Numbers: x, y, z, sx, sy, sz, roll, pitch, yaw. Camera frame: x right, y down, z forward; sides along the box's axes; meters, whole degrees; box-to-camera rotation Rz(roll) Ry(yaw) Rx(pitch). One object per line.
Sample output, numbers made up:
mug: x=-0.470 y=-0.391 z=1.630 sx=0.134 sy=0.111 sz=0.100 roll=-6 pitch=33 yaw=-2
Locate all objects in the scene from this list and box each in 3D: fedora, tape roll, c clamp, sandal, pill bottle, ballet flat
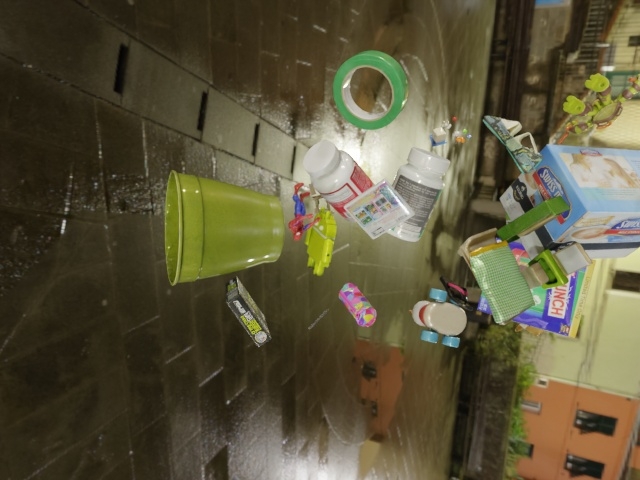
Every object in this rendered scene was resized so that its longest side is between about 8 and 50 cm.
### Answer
fedora: x=0.857 y=0.316 z=1.800 sx=0.194 sy=0.079 sz=0.194 roll=-27 pitch=149 yaw=-18
tape roll: x=0.214 y=-0.643 z=1.977 sx=0.077 sy=0.321 sz=0.321 roll=-51 pitch=142 yaw=-46
c clamp: x=-0.012 y=0.422 z=2.459 sx=0.160 sy=0.022 sz=0.137 roll=-45 pitch=171 yaw=5
sandal: x=0.402 y=0.145 z=1.355 sx=0.040 sy=0.067 sz=0.179 roll=-58 pitch=-160 yaw=19
pill bottle: x=0.099 y=-0.279 z=2.175 sx=0.407 sy=0.229 sz=0.229 roll=42 pitch=57 yaw=-44
ballet flat: x=0.453 y=-0.238 z=1.069 sx=0.188 sy=0.070 sz=0.070 roll=66 pitch=9 yaw=28
pill bottle: x=0.397 y=-0.196 z=1.945 sx=0.204 sy=0.204 sz=0.361 roll=-25 pitch=139 yaw=-63

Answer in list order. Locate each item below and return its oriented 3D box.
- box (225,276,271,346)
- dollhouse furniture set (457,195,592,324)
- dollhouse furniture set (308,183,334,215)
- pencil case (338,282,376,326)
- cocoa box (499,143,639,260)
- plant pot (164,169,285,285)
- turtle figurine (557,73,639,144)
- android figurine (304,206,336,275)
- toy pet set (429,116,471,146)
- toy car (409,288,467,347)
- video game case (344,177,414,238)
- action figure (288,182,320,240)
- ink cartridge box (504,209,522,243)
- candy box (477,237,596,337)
box: x=-0.288 y=0.271 z=1.795 sx=0.216 sy=0.060 sz=0.270 roll=57 pitch=-5 yaw=-14
dollhouse furniture set: x=0.478 y=0.037 z=1.036 sx=0.301 sy=0.151 sz=0.198 roll=-15 pitch=72 yaw=-42
dollhouse furniture set: x=0.010 y=-0.203 z=2.393 sx=0.161 sy=0.101 sz=0.182 roll=-102 pitch=179 yaw=-71
pencil case: x=0.160 y=0.281 z=2.022 sx=0.236 sy=0.104 sz=0.105 roll=-131 pitch=-147 yaw=-60
cocoa box: x=0.733 y=-0.100 z=1.255 sx=0.228 sy=0.346 sz=0.232 roll=114 pitch=-30 yaw=-53
plant pot: x=-0.318 y=-0.038 z=1.536 sx=0.352 sy=0.366 sz=0.367 roll=0 pitch=99 yaw=-25
turtle figurine: x=0.730 y=-0.341 z=1.212 sx=0.217 sy=0.269 sz=0.087 roll=5 pitch=60 yaw=-41
android figurine: x=0.000 y=0.000 z=1.894 sx=0.248 sy=0.056 sz=0.273 roll=-132 pitch=-130 yaw=-62
toy pet set: x=0.469 y=-0.378 z=1.682 sx=0.065 sy=0.114 sz=0.122 roll=80 pitch=-8 yaw=-52
toy car: x=0.498 y=0.331 z=2.028 sx=0.238 sy=0.210 sz=0.219 roll=176 pitch=-72 yaw=-70
video game case: x=0.173 y=-0.090 z=1.359 sx=0.143 sy=0.157 sz=0.019 roll=46 pitch=33 yaw=-18
action figure: x=-0.053 y=-0.118 z=1.822 sx=0.091 sy=0.139 sz=0.280 roll=51 pitch=34 yaw=-41
ink cartridge box: x=0.870 y=-0.019 z=1.862 sx=0.097 sy=0.188 sz=0.255 roll=-7 pitch=90 yaw=-34
candy box: x=0.736 y=0.161 z=1.581 sx=0.122 sy=0.317 sz=0.268 roll=18 pitch=87 yaw=-67
